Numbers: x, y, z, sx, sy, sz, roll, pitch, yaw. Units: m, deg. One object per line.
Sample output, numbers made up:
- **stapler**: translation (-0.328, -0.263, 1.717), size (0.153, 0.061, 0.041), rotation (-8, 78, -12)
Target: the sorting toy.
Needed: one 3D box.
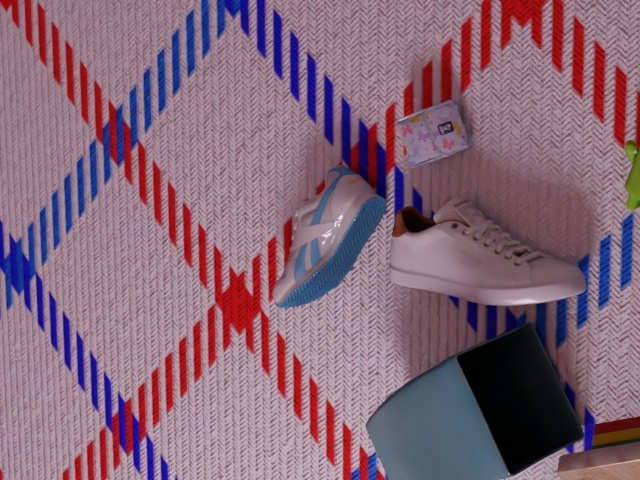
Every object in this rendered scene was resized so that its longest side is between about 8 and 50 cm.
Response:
- **sorting toy**: translation (0.455, 0.269, 1.825), size (0.255, 0.257, 0.089), rotation (-18, 47, 40)

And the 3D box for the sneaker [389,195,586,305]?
- **sneaker**: translation (0.207, 0.011, 2.023), size (0.290, 0.106, 0.123), rotation (8, 106, 36)

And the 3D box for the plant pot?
- **plant pot**: translation (0.182, 0.239, 2.058), size (0.234, 0.165, 0.166), rotation (-30, 81, 44)

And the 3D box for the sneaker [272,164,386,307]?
- **sneaker**: translation (0.000, 0.000, 2.194), size (0.092, 0.087, 0.229), rotation (48, 116, 27)

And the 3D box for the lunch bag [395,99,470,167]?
- **lunch bag**: translation (0.151, -0.142, 2.069), size (0.083, 0.053, 0.071), rotation (-18, 90, 28)

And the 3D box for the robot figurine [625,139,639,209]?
- **robot figurine**: translation (0.408, -0.085, 1.882), size (0.101, 0.067, 0.115), rotation (30, 115, 27)
